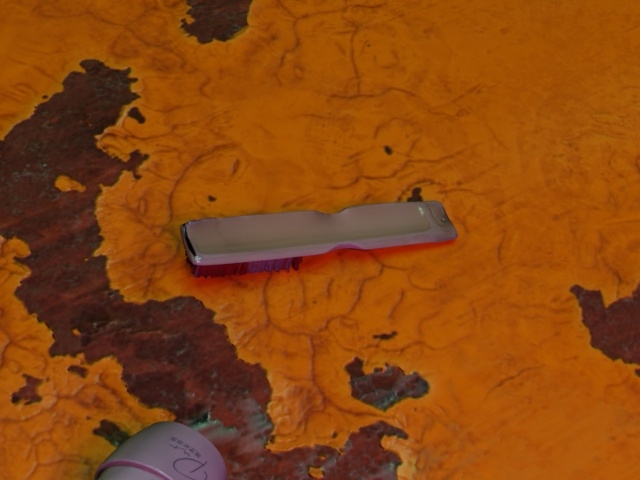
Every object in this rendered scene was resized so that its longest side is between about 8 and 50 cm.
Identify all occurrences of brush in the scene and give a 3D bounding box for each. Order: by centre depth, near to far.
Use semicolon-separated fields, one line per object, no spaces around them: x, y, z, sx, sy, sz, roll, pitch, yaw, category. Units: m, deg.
0.000;0.000;1.555;0.321;0.050;0.060;-6;50;-24;brush

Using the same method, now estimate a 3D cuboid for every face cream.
-0.149;0.232;1.292;0.117;0.117;0.104;26;45;11;face cream
